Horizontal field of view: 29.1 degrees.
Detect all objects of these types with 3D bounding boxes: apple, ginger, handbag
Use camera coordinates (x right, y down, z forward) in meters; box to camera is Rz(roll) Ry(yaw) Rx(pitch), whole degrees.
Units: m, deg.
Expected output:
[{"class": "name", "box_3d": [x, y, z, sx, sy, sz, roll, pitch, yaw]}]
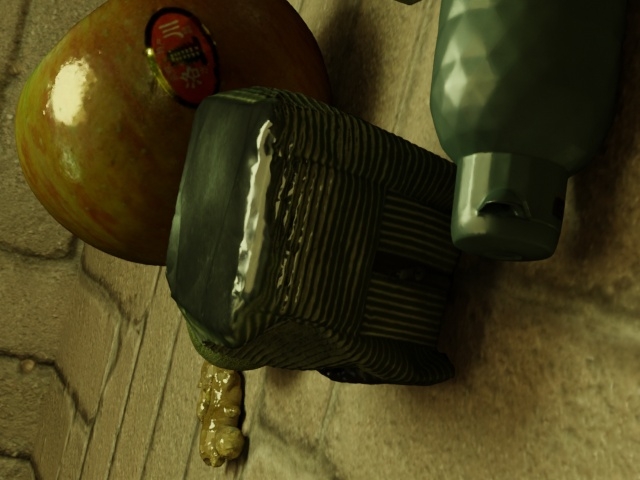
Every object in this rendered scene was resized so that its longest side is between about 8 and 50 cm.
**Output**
[{"class": "apple", "box_3d": [-0.172, -0.143, 1.525, 0.400, 0.333, 0.400, -32, 6, 4]}, {"class": "ginger", "box_3d": [-0.139, 0.216, 1.654, 0.193, 0.052, 0.176, 156, 121, -67]}, {"class": "handbag", "box_3d": [0.000, 0.000, 1.137, 0.341, 0.240, 0.247, -162, 86, -70]}]

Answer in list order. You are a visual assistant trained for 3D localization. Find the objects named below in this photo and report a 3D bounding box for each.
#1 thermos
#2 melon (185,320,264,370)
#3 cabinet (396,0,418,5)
[{"class": "thermos", "box_3d": [0.157, -0.124, 0.951, 0.182, 0.145, 0.286, 48, -130, -74]}, {"class": "melon", "box_3d": [-0.091, 0.086, 1.482, 0.192, 0.139, 0.139, 132, 147, -63]}, {"class": "cabinet", "box_3d": [0.078, -0.447, 1.248, 0.290, 0.227, 0.318, 179, 104, -71]}]
